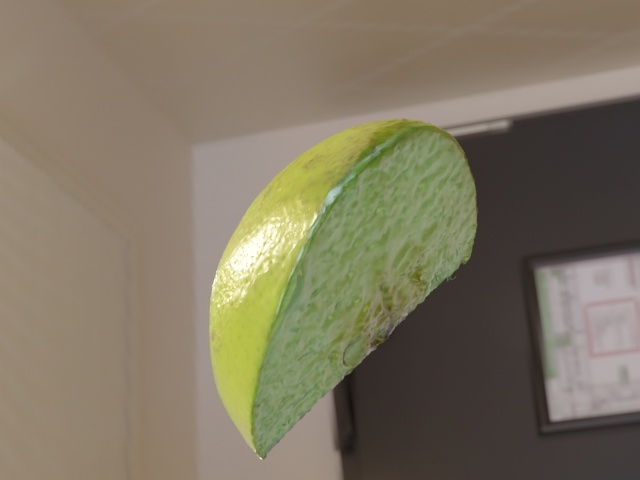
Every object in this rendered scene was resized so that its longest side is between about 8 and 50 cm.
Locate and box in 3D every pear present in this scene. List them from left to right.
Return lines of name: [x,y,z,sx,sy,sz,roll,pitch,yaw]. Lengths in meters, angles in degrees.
pear: [-0.001,-0.004,1.308,0.288,0.139,0.239,-42,-22,-28]
